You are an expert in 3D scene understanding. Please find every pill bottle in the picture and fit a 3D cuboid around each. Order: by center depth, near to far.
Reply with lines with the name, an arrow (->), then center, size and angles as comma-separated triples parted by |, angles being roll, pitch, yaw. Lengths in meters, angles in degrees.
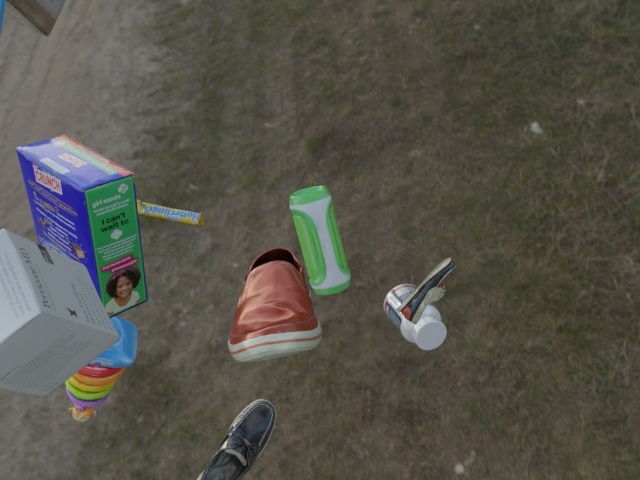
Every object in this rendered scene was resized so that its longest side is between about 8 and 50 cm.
pill bottle -> 0.237, 0.193, 1.740 | 0.108, 0.108, 0.180 | -29, 29, -4

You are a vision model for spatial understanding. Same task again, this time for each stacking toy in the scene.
stacking toy -> -0.567, 0.341, 1.721 | 0.175, 0.302, 0.165 | 13, 30, -18

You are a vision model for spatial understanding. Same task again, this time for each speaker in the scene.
speaker -> 0.000, 0.000, 2.000 | 0.131, 0.296, 0.131 | -13, 14, 3

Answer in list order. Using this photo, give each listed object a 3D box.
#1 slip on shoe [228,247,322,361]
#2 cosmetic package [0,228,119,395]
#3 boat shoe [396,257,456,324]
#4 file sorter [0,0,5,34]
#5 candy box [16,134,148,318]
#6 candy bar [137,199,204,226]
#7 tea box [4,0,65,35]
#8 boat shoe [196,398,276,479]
slip on shoe -> -0.064, 0.082, 0.942 | 0.123, 0.101, 0.331 | -11, 11, 2
cosmetic package -> -0.418, 0.108, 0.992 | 0.151, 0.183, 0.151 | -37, 65, 3
boat shoe -> 0.181, 0.084, 1.154 | 0.043, 0.137, 0.049 | 42, 29, 7
file sorter -> -0.243, -0.135, 0.339 | 0.170, 0.104, 0.118 | 0, 82, 35
candy box -> -0.502, -0.032, 1.488 | 0.268, 0.317, 0.122 | 29, 42, 35
candy bar -> -0.345, -0.061, 1.603 | 0.161, 0.018, 0.040 | 11, 60, -13
tea box -> -0.436, -0.420, 0.757 | 0.329, 0.323, 0.220 | -152, 86, -81
boat shoe -> -0.197, 0.507, 1.662 | 0.103, 0.092, 0.285 | 40, 73, -3
